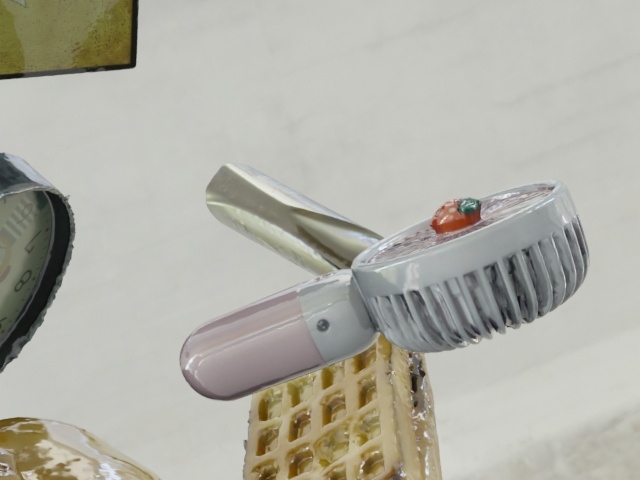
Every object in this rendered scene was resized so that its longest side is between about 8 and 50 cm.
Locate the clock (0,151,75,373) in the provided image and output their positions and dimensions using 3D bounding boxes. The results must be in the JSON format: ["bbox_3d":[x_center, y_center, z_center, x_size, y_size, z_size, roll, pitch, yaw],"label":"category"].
[{"bbox_3d":[-0.366,0.057,1.246,0.313,0.061,0.313,-52,-16,-21],"label":"clock"}]

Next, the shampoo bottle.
[{"bbox_3d":[0.000,0.000,1.514,0.125,0.350,0.084,33,-93,-48],"label":"shampoo bottle"}]

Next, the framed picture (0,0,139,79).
[{"bbox_3d":[-0.307,-0.306,1.261,0.255,0.014,0.339,-7,-46,-19],"label":"framed picture"}]

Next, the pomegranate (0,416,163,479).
[{"bbox_3d":[-0.213,0.259,0.818,0.342,0.342,0.342,-17,-37,-13],"label":"pomegranate"}]

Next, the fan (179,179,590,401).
[{"bbox_3d":[0.032,0.032,0.709,0.244,0.074,0.130,-21,7,9],"label":"fan"}]

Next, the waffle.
[{"bbox_3d":[0.021,0.218,1.394,0.224,0.328,0.098,-27,-60,18],"label":"waffle"}]
